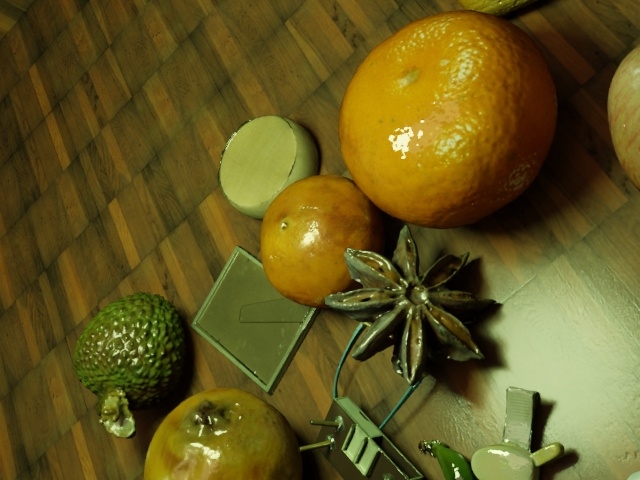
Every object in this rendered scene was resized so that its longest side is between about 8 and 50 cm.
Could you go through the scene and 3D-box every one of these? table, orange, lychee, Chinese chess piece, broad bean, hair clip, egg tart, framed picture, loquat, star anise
[{"bbox_3d":[0.063,0.423,1.738,0.240,0.111,0.121,42,121,41],"label":"table"},{"bbox_3d":[0.243,-0.222,1.723,0.424,0.326,0.423,-20,49,25],"label":"orange"},{"bbox_3d":[-0.438,0.273,2.118,0.270,0.270,0.320,19,54,41],"label":"lychee"},{"bbox_3d":[-0.123,-0.172,2.140,0.250,0.103,0.249,-14,65,33],"label":"Chinese chess piece"},{"bbox_3d":[0.225,0.505,1.649,0.144,0.049,0.291,-11,64,42],"label":"broad bean"},{"bbox_3d":[0.348,0.368,1.593,0.159,0.071,0.218,4,80,37],"label":"hair clip"},{"bbox_3d":[0.000,0.000,1.899,0.284,0.226,0.283,-20,57,35],"label":"orange"},{"bbox_3d":[0.349,-0.544,1.855,0.147,0.203,0.202,-28,57,37],"label":"egg tart"},{"bbox_3d":[-0.153,0.172,2.086,0.315,0.024,0.232,34,95,42],"label":"framed picture"},{"bbox_3d":[-0.193,0.459,1.819,0.329,0.328,0.328,-15,65,34],"label":"loquat"},{"bbox_3d":[0.167,0.124,1.720,0.117,0.332,0.331,108,152,-56],"label":"star anise"}]

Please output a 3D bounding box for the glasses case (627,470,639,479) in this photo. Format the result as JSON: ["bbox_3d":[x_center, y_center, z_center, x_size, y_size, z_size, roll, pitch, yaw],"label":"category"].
[{"bbox_3d":[0.566,0.376,1.426,0.178,0.045,0.067,-28,58,28],"label":"glasses case"}]

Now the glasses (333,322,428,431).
[{"bbox_3d":[0.116,0.281,1.824,0.190,0.088,0.220,39,118,40],"label":"glasses"}]

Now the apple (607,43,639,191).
[{"bbox_3d":[0.619,-0.196,1.454,0.345,0.269,0.344,-15,63,33],"label":"apple"}]
